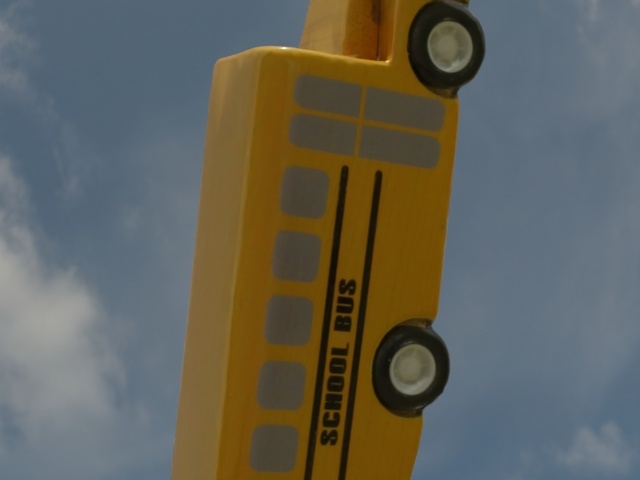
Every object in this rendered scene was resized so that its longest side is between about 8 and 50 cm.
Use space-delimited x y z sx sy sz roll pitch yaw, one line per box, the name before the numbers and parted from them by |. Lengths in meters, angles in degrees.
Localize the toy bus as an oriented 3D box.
toy bus | 0.000 0.000 0.572 0.130 0.108 0.332 5 -88 -24
